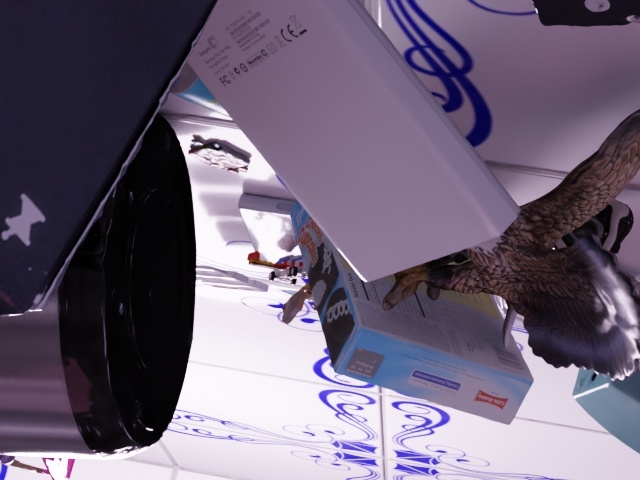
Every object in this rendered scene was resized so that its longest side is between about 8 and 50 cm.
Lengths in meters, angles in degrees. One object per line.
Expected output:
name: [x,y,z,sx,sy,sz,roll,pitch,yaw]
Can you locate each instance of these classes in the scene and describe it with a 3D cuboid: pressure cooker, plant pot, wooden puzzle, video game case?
pressure cooker: [-0.360,0.031,1.485,0.420,0.375,0.370,1,175,9]
plant pot: [0.443,0.182,1.791,0.234,0.165,0.166,24,158,-11]
wooden puzzle: [-0.108,-0.089,1.568,0.083,0.006,0.049,26,156,-36]
video game case: [0.000,0.000,1.734,0.173,0.022,0.190,9,160,9]

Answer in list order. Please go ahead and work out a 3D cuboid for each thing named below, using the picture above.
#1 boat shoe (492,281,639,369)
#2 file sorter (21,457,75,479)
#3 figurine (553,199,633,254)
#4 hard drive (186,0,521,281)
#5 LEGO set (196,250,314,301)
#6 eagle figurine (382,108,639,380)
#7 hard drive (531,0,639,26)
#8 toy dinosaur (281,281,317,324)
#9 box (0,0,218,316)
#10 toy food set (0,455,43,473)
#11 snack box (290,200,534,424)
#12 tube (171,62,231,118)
boat shoe: [0.332,0.078,1.669,0.268,0.096,0.088,18,166,5]
file sorter: [-0.398,0.158,2.001,0.182,0.290,0.202,15,160,0]
figurine: [0.332,0.038,1.528,0.215,0.092,0.209,9,156,4]
hard drive: [0.001,-0.110,1.169,0.307,0.040,0.203,51,149,-11]
LEGO set: [-0.053,0.034,1.789,0.244,0.060,0.182,5,171,22]
eagle figurine: [0.192,-0.001,1.272,0.298,0.226,0.225,-7,-166,39]
hard drive: [0.272,-0.223,0.880,0.339,0.064,0.237,2,154,26]
toy dinosaur: [0.044,0.030,1.663,0.211,0.064,0.112,-22,-179,3]
box: [-0.392,-0.204,0.808,0.472,0.297,0.480,-1,139,36]
toy food set: [-0.414,0.274,1.876,0.078,0.019,0.122,10,167,21]
snack box: [0.083,0.052,1.479,0.187,0.060,0.322,18,-157,-18]
tube: [-0.056,-0.128,1.382,0.080,0.052,0.207,5,168,45]
